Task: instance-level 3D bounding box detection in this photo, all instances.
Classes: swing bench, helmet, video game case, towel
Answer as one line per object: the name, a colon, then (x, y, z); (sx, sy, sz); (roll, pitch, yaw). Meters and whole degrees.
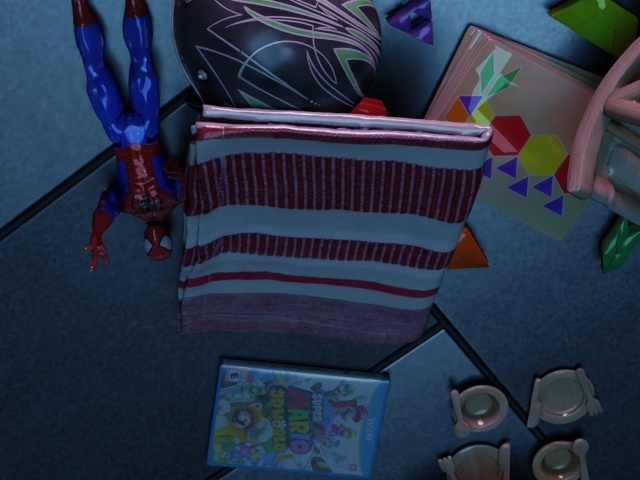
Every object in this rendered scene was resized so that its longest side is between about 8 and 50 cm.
swing bench: (0.386, -0.072, 1.169); (0.253, 0.255, 0.165); (25, 74, -35)
helmet: (-0.036, -0.160, 1.129); (0.169, 0.161, 0.169); (2, 81, -10)
video game case: (-0.023, 0.176, 1.401); (0.166, 0.015, 0.119); (6, 116, -7)
towel: (0.000, 0.000, 1.210); (0.237, 0.037, 0.329); (3, 149, -6)

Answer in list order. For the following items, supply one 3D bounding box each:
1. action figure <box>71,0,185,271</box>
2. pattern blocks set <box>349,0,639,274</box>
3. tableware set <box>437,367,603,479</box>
action figure: (-0.163, -0.091, 1.195); (0.092, 0.139, 0.280); (-9, 119, 2)
pattern blocks set: (0.177, -0.096, 1.273); (0.325, 0.026, 0.285); (34, 110, -19)
tableware set: (0.199, 0.195, 1.424); (0.169, 0.020, 0.141); (-8, 117, 0)
